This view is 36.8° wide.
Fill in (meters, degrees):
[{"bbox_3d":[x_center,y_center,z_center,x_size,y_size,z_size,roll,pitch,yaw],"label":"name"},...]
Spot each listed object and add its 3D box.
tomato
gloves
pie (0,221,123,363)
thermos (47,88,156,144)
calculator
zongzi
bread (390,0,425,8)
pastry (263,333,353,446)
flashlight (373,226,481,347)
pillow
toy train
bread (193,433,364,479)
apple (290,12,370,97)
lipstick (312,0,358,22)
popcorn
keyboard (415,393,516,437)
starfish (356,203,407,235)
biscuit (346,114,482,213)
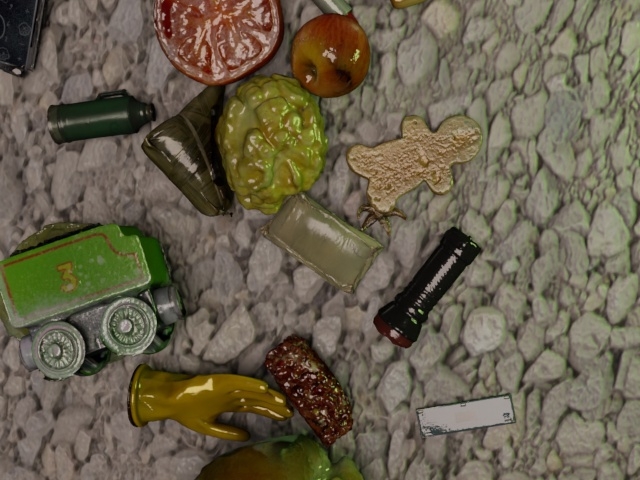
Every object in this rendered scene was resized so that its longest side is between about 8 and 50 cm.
[{"bbox_3d":[-0.166,-0.387,1.668,0.237,0.095,0.236,2,99,11],"label":"tomato"},{"bbox_3d":[-0.194,0.294,1.758,0.294,0.133,0.116,3,65,9],"label":"gloves"},{"bbox_3d":[-0.461,0.104,1.797,0.306,0.071,0.306,1,99,6],"label":"pie"},{"bbox_3d":[-0.391,-0.222,1.740,0.188,0.083,0.073,-6,120,7],"label":"thermos"},{"bbox_3d":[-0.570,-0.443,1.725,0.166,0.028,0.274,18,110,8],"label":"calculator"},{"bbox_3d":[-0.182,-0.163,1.719,0.204,0.094,0.205,-44,101,-11],"label":"zongzi"},{"bbox_3d":[0.164,-0.436,1.637,0.103,0.049,0.062,-17,104,9],"label":"bread"},{"bbox_3d":[-0.015,0.272,1.747,0.097,0.115,0.208,-35,91,-1],"label":"pastry"},{"bbox_3d":[0.192,0.082,1.703,0.093,0.093,0.232,38,96,0],"label":"flashlight"},{"bbox_3d":[0.000,0.000,1.723,0.208,0.053,0.119,36,114,2],"label":"pillow"},{"bbox_3d":[-0.395,0.102,1.677,0.307,0.173,0.248,-18,86,7],"label":"toy train"},{"bbox_3d":[-0.116,0.495,1.716,0.395,0.239,0.264,-24,83,30],"label":"bread"},{"bbox_3d":[0.016,-0.309,1.626,0.147,0.146,0.146,1,99,7],"label":"apple"},{"bbox_3d":[0.004,-0.424,1.661,0.063,0.057,0.186,-41,97,7],"label":"lipstick"},{"bbox_3d":[-0.086,-0.168,1.642,0.181,0.216,0.235,-9,126,-15],"label":"popcorn"},{"bbox_3d":[0.266,0.321,1.761,0.176,0.014,0.055,-12,96,9],"label":"keyboard"},{"bbox_3d":[0.110,-0.047,1.717,0.091,0.028,0.078,6,105,4],"label":"starfish"},{"bbox_3d":[0.174,-0.143,1.682,0.234,0.030,0.153,-28,86,4],"label":"biscuit"}]
